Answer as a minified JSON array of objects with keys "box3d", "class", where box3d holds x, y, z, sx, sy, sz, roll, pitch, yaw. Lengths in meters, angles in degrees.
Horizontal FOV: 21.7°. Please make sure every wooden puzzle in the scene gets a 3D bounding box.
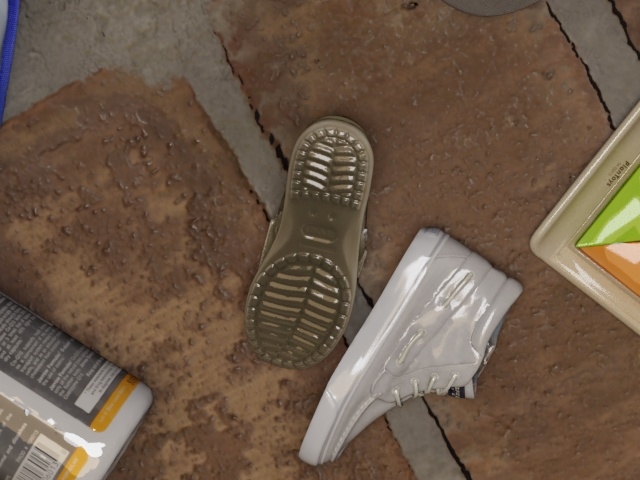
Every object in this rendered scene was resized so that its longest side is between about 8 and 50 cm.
[{"box3d":[0.349,-0.007,1.543,0.239,0.044,0.221,37,102,-2],"class":"wooden puzzle"}]

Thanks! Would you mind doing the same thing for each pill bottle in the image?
[{"box3d":[-0.311,0.137,1.583,0.278,0.162,0.162,33,102,0],"class":"pill bottle"}]

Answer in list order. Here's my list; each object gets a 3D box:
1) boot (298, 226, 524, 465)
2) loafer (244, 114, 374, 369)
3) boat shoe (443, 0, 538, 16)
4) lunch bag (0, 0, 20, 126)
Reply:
[{"box3d":[0.087,0.124,1.569,0.123,0.095,0.258,31,102,7],"class":"boot"},{"box3d":[0.000,0.000,1.562,0.102,0.092,0.268,20,118,4],"class":"loafer"},{"box3d":[0.224,-0.341,1.452,0.132,0.130,0.355,37,124,-8],"class":"boat shoe"},{"box3d":[-0.441,-0.189,1.467,0.328,0.239,0.385,15,125,3],"class":"lunch bag"}]
